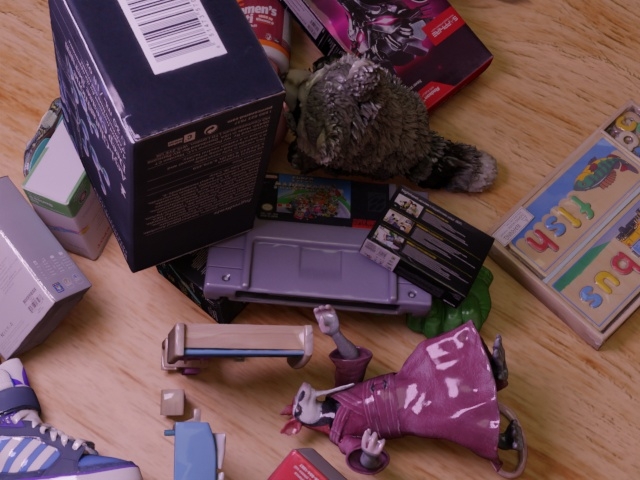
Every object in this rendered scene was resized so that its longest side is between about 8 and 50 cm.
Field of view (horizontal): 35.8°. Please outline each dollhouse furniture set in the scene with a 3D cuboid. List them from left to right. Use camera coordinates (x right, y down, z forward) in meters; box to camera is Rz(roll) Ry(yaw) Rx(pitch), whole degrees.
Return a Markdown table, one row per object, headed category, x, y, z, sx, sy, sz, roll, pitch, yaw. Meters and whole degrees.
| category | x | y | z | sx | sy | sz | roll | pitch | yaw |
| --- | --- | --- | --- | --- | --- | --- | --- | --- | --- |
| dollhouse furniture set | -0.133 | 0.289 | 1.490 | 0.198 | 0.286 | 0.303 | 3 | 77 | -13 |

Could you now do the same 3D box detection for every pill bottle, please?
| category | x | y | z | sx | sy | sz | roll | pitch | yaw |
| --- | --- | --- | --- | --- | --- | --- | --- | --- | --- |
| pill bottle | -0.112 | -0.411 | 1.866 | 0.121 | 0.121 | 0.221 | 2 | 65 | 1 |

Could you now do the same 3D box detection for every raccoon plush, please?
| category | x | y | z | sx | sy | sz | roll | pitch | yaw |
| --- | --- | --- | --- | --- | --- | --- | --- | --- | --- |
| raccoon plush | 0.137 | -0.186 | 1.583 | 0.447 | 0.299 | 0.216 | 5 | 97 | -15 |

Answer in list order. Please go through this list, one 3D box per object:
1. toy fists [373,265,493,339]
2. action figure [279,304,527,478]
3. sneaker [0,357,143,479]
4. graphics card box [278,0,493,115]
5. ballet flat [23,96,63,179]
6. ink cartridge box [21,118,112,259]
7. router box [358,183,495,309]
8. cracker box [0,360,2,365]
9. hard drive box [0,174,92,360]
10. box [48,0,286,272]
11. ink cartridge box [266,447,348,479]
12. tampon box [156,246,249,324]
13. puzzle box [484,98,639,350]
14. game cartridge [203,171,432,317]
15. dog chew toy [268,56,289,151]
| category | x | y | z | sx | sy | sz | roll | pitch | yaw |
| --- | --- | --- | --- | --- | --- | --- | --- | --- | --- |
| toy fists | 0.148 | 0.073 | 1.653 | 0.279 | 0.096 | 0.142 | 22 | 68 | 9 |
| action figure | 0.115 | 0.247 | 1.547 | 0.370 | 0.275 | 0.248 | -12 | 59 | 16 |
| sneaker | -0.439 | 0.289 | 1.535 | 0.323 | 0.130 | 0.236 | -7 | 69 | 3 |
| graphics card box | 0.112 | -0.397 | 1.815 | 0.233 | 0.094 | 0.371 | -38 | 88 | -16 |
| ballet flat | -0.497 | -0.183 | 1.803 | 0.070 | 0.070 | 0.188 | 21 | 65 | 10 |
| ink cartridge box | -0.401 | -0.086 | 1.666 | 0.093 | 0.212 | 0.154 | 19 | 66 | 11 |
| router box | 0.169 | 0.008 | 1.558 | 0.179 | 0.046 | 0.133 | 31 | 54 | 4 |
| cracker box | -0.638 | 0.141 | 1.641 | 0.156 | 0.067 | 0.232 | -23 | 66 | -11 |
| hard drive box | -0.504 | 0.045 | 1.592 | 0.232 | 0.181 | 0.089 | 51 | 34 | 6 |
| box | -0.225 | -0.185 | 1.396 | 0.212 | 0.395 | 0.293 | -22 | 70 | -19 |
| ink cartridge box | -0.041 | 0.464 | 1.418 | 0.197 | 0.114 | 0.273 | 40 | 90 | 17 |
| tampon box | -0.188 | 0.044 | 1.653 | 0.161 | 0.120 | 0.101 | 38 | 71 | 16 |
| puzzle box | 0.512 | -0.036 | 1.725 | 0.409 | 0.052 | 0.272 | -42 | 72 | -17 |
| game cartridge | 0.000 | 0.000 | 1.594 | 0.355 | 0.068 | 0.230 | 5 | 61 | -4 |
| dog chew toy | -0.226 | -0.223 | 1.743 | 0.332 | 0.206 | 0.206 | -9 | 65 | 4 |
